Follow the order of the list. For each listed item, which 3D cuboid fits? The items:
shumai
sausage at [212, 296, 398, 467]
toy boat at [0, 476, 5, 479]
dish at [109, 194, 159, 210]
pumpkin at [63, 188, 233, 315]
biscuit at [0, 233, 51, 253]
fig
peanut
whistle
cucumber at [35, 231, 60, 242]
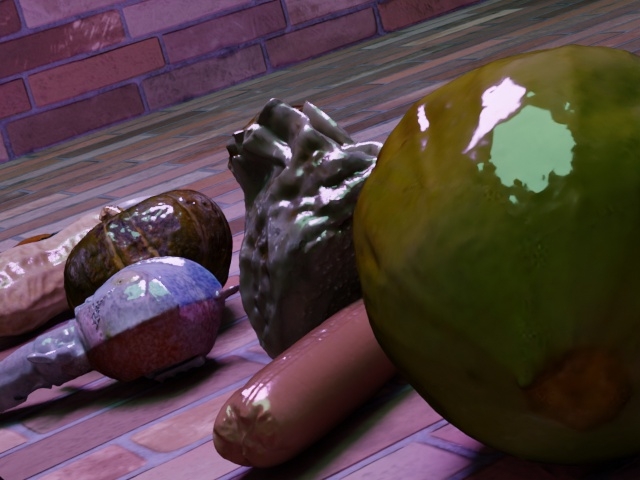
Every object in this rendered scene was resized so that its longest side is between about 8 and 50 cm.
[{"bbox_3d":[-0.011,-0.008,1.466,0.222,0.260,0.225,28,12,37],"label":"shumai"},{"bbox_3d":[0.008,0.123,1.283,0.086,0.086,0.289,-5,16,35],"label":"sausage"},{"bbox_3d":[-0.308,0.241,1.192,0.136,0.079,0.392,-19,17,-25],"label":"toy boat"},{"bbox_3d":[-0.291,-0.031,2.235,0.191,0.066,0.190,-14,14,4],"label":"dish"},{"bbox_3d":[-0.213,0.023,1.679,0.219,0.162,0.219,-34,-12,-8],"label":"pumpkin"},{"bbox_3d":[-0.527,0.060,2.164,0.202,0.047,0.334,-13,12,10],"label":"biscuit"},{"bbox_3d":[0.189,0.022,1.060,0.343,0.343,0.343,-14,14,4],"label":"fig"},{"bbox_3d":[-0.354,0.047,1.892,0.298,0.120,0.136,-27,14,-33],"label":"peanut"},{"bbox_3d":[-0.244,0.117,1.525,0.346,0.133,0.142,-24,17,3],"label":"whistle"},{"bbox_3d":[-0.405,0.034,2.071,0.077,0.077,0.265,-14,15,3],"label":"cucumber"}]
